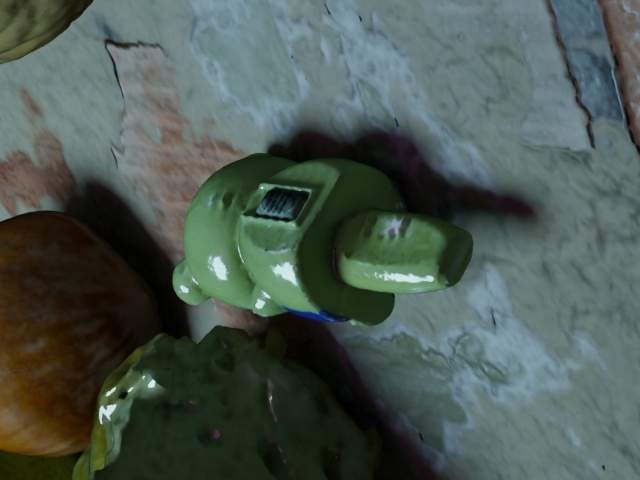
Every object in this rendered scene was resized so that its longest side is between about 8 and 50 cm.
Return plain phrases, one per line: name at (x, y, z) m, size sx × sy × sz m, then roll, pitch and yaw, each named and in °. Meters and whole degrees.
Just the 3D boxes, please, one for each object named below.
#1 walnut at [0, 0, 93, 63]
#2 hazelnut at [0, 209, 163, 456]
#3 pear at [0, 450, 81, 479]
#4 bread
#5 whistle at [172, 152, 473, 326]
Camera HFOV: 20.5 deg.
walnut at (-0.208, -0.206, 1.005) m, size 0.261 × 0.225 × 0.225 m, roll 6°, pitch 121°, yaw 54°
hazelnut at (-0.201, 0.073, 1.260) m, size 0.182 × 0.182 × 0.182 m, roll 34°, pitch 141°, yaw 34°
pear at (-0.314, 0.260, 1.474) m, size 0.304 × 0.304 × 0.304 m, roll 34°, pitch 141°, yaw 34°
bread at (-0.075, 0.196, 1.166) m, size 0.238 × 0.196 × 0.252 m, roll 51°, pitch 150°, yaw 6°
whistle at (0.000, 0.000, 0.992) m, size 0.227 × 0.105 × 0.085 m, roll 8°, pitch 152°, yaw 48°
